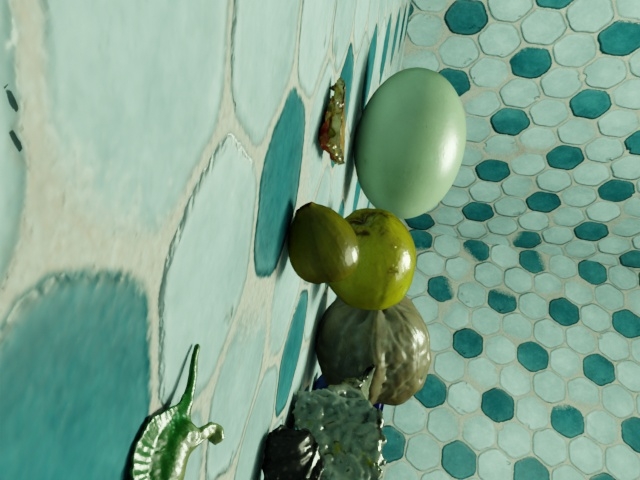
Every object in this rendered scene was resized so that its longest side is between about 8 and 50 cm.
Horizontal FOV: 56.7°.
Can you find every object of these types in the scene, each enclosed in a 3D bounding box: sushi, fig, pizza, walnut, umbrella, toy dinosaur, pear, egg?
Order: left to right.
[{"bbox_3d":[-0.079,0.108,0.316,0.060,0.029,0.120,60,35,-53],"label":"toy dinosaur"},{"bbox_3d":[-0.028,0.383,0.685,0.094,0.090,0.326,3,84,-59],"label":"umbrella"},{"bbox_3d":[0.000,0.000,0.604,0.074,0.074,0.088,-66,139,-62],"label":"fig"},{"bbox_3d":[0.016,-0.143,0.705,0.100,0.029,0.099,21,71,-85],"label":"pizza"},{"bbox_3d":[0.022,0.325,0.904,0.184,0.139,0.274,98,-7,-48],"label":"sushi"},{"bbox_3d":[0.077,0.031,0.939,0.149,0.148,0.162,-66,157,-63],"label":"pear"},{"bbox_3d":[0.096,0.194,1.082,0.224,0.224,0.224,10,90,-83],"label":"walnut"},{"bbox_3d":[0.165,-0.176,1.103,0.203,0.202,0.283,-66,163,-63],"label":"egg"}]

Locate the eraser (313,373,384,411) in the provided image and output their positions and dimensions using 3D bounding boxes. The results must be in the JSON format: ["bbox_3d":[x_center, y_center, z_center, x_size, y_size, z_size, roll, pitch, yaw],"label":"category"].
[{"bbox_3d":[0.037,0.439,1.216,0.101,0.154,0.332,-26,125,-84],"label":"eraser"}]
